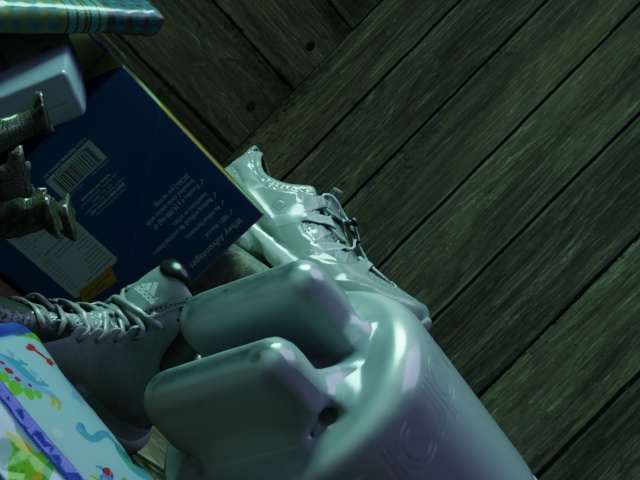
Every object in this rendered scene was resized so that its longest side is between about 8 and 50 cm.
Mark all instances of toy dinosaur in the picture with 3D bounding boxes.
[{"bbox_3d":[-0.246,-0.026,0.773,0.313,0.160,0.121,-104,-178,-69],"label":"toy dinosaur"}]

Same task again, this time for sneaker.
[{"bbox_3d":[0.000,0.000,1.245,0.281,0.115,0.105,34,-11,15],"label":"sneaker"},{"bbox_3d":[-0.156,0.048,0.837,0.086,0.132,0.228,44,-1,39],"label":"sneaker"}]

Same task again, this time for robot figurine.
[{"bbox_3d":[0.034,0.176,0.848,0.353,0.200,0.300,52,39,-28],"label":"robot figurine"}]

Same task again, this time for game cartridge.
[{"bbox_3d":[-0.311,-0.144,1.055,0.294,0.196,0.060,45,-21,52],"label":"game cartridge"}]

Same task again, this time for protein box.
[{"bbox_3d":[-0.202,-0.042,1.126,0.201,0.200,0.136,47,-2,-36],"label":"protein box"}]

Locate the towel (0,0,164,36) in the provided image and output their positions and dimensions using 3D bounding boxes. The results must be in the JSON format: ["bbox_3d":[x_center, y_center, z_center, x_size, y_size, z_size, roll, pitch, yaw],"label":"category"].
[{"bbox_3d":[-0.348,-0.222,1.011,0.370,0.040,0.271,-4,32,-34],"label":"towel"}]

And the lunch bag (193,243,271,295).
[{"bbox_3d":[-0.027,0.161,1.221,0.235,0.169,0.287,36,-14,42],"label":"lunch bag"}]

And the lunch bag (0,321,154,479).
[{"bbox_3d":[-0.129,0.103,0.462,0.129,0.096,0.151,47,14,11],"label":"lunch bag"}]
